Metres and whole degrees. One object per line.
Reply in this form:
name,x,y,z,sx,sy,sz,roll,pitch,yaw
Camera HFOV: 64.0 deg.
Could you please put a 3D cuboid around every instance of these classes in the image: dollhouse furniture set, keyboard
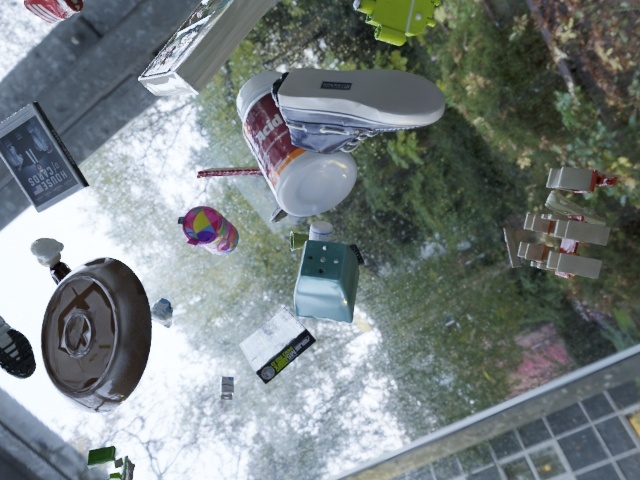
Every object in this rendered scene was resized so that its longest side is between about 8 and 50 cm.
dollhouse furniture set,-0.482,0.532,1.185,0.076,0.059,0.151,-107,8,-45
dollhouse furniture set,0.602,-0.039,1.217,0.262,0.135,0.258,-60,-19,-84
keyboard,0.055,0.090,1.696,0.023,0.180,0.108,78,168,-78

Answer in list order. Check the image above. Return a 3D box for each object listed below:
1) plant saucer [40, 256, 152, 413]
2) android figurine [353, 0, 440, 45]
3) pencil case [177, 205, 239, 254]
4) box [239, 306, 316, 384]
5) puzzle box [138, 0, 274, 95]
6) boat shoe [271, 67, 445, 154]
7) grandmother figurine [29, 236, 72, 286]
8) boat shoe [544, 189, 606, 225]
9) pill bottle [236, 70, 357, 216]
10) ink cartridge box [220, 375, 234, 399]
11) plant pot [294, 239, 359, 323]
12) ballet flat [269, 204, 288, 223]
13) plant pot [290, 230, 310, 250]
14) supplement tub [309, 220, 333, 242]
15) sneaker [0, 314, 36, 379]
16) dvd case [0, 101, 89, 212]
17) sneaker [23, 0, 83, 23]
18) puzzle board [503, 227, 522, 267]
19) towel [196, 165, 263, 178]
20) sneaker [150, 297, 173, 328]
plant saucer,-0.459,0.184,1.010,0.050,0.311,0.310,14,-134,-59
android figurine,0.234,-0.707,1.509,0.273,0.248,0.056,8,-169,-25
pencil case,-0.275,-0.020,1.290,0.104,0.105,0.236,60,180,9
box,-0.153,0.349,1.748,0.060,0.216,0.270,53,169,-19
puzzle box,-0.218,-0.395,0.976,0.052,0.272,0.409,39,174,-30
boat shoe,0.078,-0.247,1.027,0.158,0.341,0.127,74,-144,-54
grandmother figurine,-0.794,0.143,1.606,0.208,0.104,0.342,10,127,55
boat shoe,0.664,-0.081,1.324,0.153,0.048,0.056,25,-177,18
pill bottle,-0.080,-0.274,1.390,0.224,0.224,0.392,31,-156,-52
ink cartridge box,-0.351,0.555,1.925,0.048,0.028,0.083,8,-136,-19
plant pot,0.013,0.099,1.387,0.234,0.166,0.165,80,-162,-62
ballet flat,-0.074,-0.142,1.701,0.058,0.249,0.084,47,162,-21
plant pot,-0.083,0.001,2.160,0.083,0.079,0.083,177,90,-76
supplement tub,0.000,0.000,1.575,0.071,0.071,0.107,-81,-3,-62
sneaker,-0.722,0.244,1.180,0.234,0.106,0.078,35,-125,20
dvd case,-0.730,-0.209,1.323,0.238,0.180,0.029,63,-159,-12
sneaker,-0.635,-0.589,1.128,0.221,0.128,0.087,67,-156,-12
puzzle board,0.619,0.023,1.648,0.096,0.011,0.128,1,-103,-53
towel,-0.330,-0.270,2.007,0.199,0.275,0.031,-72,-20,-77
sneaker,-0.579,0.269,1.897,0.085,0.086,0.237,29,159,-3
